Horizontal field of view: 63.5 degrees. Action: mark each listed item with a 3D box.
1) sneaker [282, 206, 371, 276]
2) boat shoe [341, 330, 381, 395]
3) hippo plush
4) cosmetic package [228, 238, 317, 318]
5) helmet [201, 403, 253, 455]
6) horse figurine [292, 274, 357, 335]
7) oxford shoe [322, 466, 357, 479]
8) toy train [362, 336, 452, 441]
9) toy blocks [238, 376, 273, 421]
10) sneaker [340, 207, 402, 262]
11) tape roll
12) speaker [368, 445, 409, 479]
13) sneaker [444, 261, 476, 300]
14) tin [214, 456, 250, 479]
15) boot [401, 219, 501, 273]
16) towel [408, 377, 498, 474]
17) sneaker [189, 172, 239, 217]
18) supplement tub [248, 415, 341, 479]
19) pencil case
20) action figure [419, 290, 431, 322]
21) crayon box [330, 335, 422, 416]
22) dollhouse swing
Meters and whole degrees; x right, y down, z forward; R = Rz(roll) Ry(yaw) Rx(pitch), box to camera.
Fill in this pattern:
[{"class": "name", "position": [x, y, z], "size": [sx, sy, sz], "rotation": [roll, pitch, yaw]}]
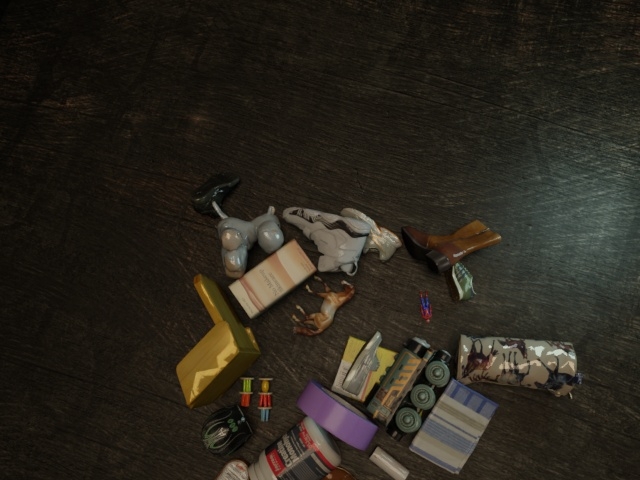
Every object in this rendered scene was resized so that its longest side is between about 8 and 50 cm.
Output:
[{"class": "sneaker", "position": [0.000, 0.000, 1.905], "size": [0.365, 0.137, 0.211], "rotation": [14, 94, 28]}, {"class": "boat shoe", "position": [0.157, 0.420, 1.758], "size": [0.081, 0.079, 0.228], "rotation": [31, 87, 3]}, {"class": "hippo plush", "position": [-0.257, 0.002, 1.939], "size": [0.236, 0.235, 0.294], "rotation": [-10, 33, -14]}, {"class": "cosmetic package", "position": [-0.170, 0.141, 1.900], "size": [0.296, 0.129, 0.153], "rotation": [-38, 85, -3]}, {"class": "helmet", "position": [-0.332, 0.663, 1.795], "size": [0.161, 0.169, 0.170], "rotation": [-28, 75, -19]}, {"class": "horse figurine", "position": [0.003, 0.247, 1.898], "size": [0.174, 0.066, 0.264], "rotation": [26, 79, 17]}, {"class": "oxford shoe", "position": [0.083, 0.827, 1.751], "size": [0.212, 0.076, 0.076], "rotation": [23, 82, 12]}, {"class": "toy train", "position": [0.288, 0.481, 1.700], "size": [0.190, 0.142, 0.334], "rotation": [32, 82, 21]}, {"class": "toy blocks", "position": [-0.233, 0.567, 1.853], "size": [0.123, 0.054, 0.148], "rotation": [0, 77, 5]}, {"class": "sneaker", "position": [0.168, -0.020, 1.929], "size": [0.262, 0.099, 0.121], "rotation": [35, 87, 13]}, {"class": "tape roll", "position": [0.057, 0.573, 1.709], "size": [0.274, 0.275, 0.090], "rotation": [32, 81, 12]}, {"class": "speaker", "position": [0.234, 0.762, 1.760], "size": [0.136, 0.055, 0.055], "rotation": [35, 83, 12]}, {"class": "sneaker", "position": [0.508, 0.128, 1.881], "size": [0.086, 0.064, 0.192], "rotation": [-1, 64, -18]}, {"class": "tin", "position": [-0.318, 0.852, 1.806], "size": [0.106, 0.040, 0.190], "rotation": [35, 83, 8]}, {"class": "boot", "position": [0.465, -0.021, 1.885], "size": [0.280, 0.096, 0.264], "rotation": [-27, 34, -15]}, {"class": "towel", "position": [0.444, 0.621, 1.726], "size": [0.209, 0.034, 0.285], "rotation": [30, 92, -11]}, {"class": "sneaker", "position": [-0.410, -0.176, 2.034], "size": [0.087, 0.130, 0.227], "rotation": [29, 52, 23]}, {"class": "supplement tub", "position": [-0.083, 0.740, 1.728], "size": [0.272, 0.191, 0.191], "rotation": [-38, 76, -4]}, {"class": "pencil case", "position": [0.646, 0.420, 1.743], "size": [0.409, 0.160, 0.184], "rotation": [4, 66, 6]}, {"class": "action figure", "position": [0.382, 0.242, 1.880], "size": [0.038, 0.030, 0.115], "rotation": [-7, 78, -1]}, {"class": "crayon box", "position": [0.218, 0.484, 1.812], "size": [0.318, 0.081, 0.202], "rotation": [19, 80, 10]}, {"class": "dollhouse swing", "position": [-0.395, 0.341, 1.770], "size": [0.305, 0.347, 0.315], "rotation": [43, 85, 12]}]
